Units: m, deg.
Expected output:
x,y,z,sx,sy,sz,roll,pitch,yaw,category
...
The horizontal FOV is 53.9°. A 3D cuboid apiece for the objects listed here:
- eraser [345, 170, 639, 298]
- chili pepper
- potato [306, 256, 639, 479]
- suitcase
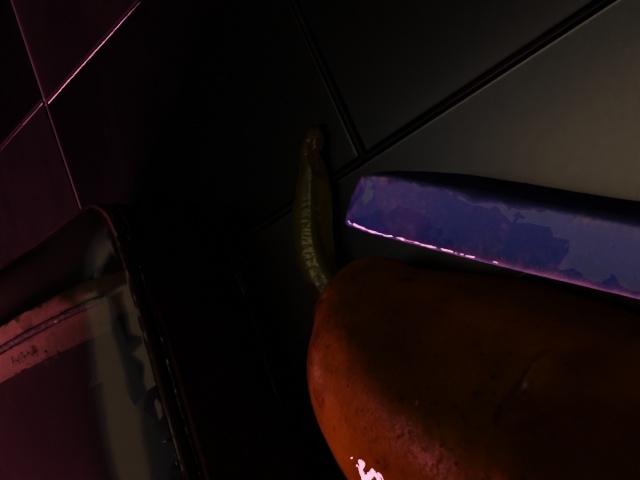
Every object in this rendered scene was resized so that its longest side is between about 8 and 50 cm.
x,y,z,sx,sy,sz,roll,pitch,yaw,category
0.182,0.000,0.363,0.312,0.144,0.042,14,103,34,eraser
-0.001,0.000,0.556,0.049,0.043,0.208,-24,78,46,chili pepper
0.130,0.124,0.392,0.369,0.176,0.195,29,106,36,potato
-0.176,0.182,0.599,0.283,0.194,0.433,-25,77,33,suitcase
